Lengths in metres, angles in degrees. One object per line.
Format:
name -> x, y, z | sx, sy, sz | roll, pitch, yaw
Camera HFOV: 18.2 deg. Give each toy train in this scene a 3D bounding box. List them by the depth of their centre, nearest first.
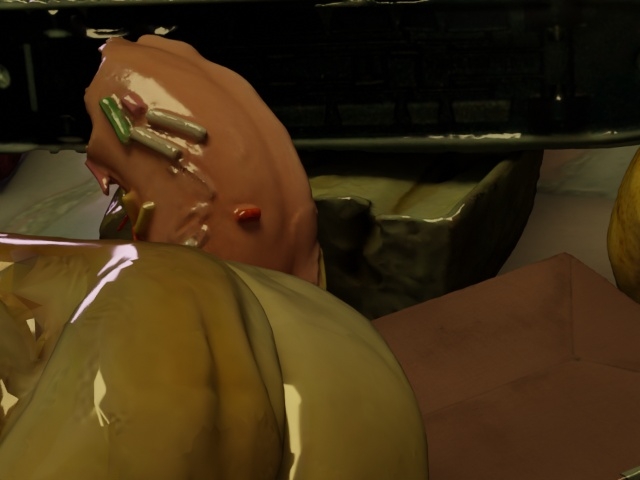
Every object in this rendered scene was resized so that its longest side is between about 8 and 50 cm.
toy train -> 0.013, -0.095, 1.046 | 0.407, 0.086, 0.088 | 1, 18, 12

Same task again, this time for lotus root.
lotus root -> 0.000, 0.000, 1.072 | 0.235, 0.138, 0.119 | 1, 32, 27

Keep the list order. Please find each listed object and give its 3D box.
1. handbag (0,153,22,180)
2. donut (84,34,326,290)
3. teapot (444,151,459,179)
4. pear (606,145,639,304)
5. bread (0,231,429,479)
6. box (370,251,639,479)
handbag -> -0.279, -0.130, 1.479 | 0.135, 0.146, 0.225 | -5, 27, 9
donut -> -0.103, 0.024, 0.980 | 0.199, 0.233, 0.085 | 51, 21, 23
teapot -> 0.057, -0.163, 1.257 | 0.300, 0.253, 0.344 | -37, 18, 32
pear -> 0.223, -0.007, 0.928 | 0.178, 0.178, 0.178 | -11, 24, 5
bread -> -0.171, 0.081, 0.755 | 0.424, 0.245, 0.329 | 5, 49, 32
box -> 0.073, 0.104, 0.865 | 0.215, 0.086, 0.215 | -20, 25, -13
